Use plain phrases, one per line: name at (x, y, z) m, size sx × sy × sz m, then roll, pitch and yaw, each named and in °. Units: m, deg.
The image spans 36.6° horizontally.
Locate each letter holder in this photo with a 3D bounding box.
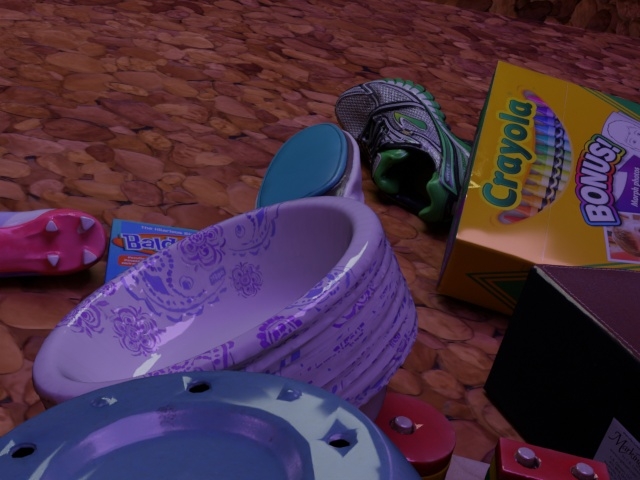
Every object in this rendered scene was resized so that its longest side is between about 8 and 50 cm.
letter holder at (0.335, 0.163, 0.889) m, size 0.214 × 0.152 × 0.302 m, roll 2°, pitch 28°, yaw -28°

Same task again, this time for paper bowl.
paper bowl at (-0.061, 0.093, 0.746) m, size 0.284 × 0.148 × 0.284 m, roll -21°, pitch 18°, yaw 7°

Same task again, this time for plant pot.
plant pot at (-0.052, 0.201, 0.429) m, size 0.293 × 0.235 × 0.293 m, roll -3°, pitch 20°, yaw 1°

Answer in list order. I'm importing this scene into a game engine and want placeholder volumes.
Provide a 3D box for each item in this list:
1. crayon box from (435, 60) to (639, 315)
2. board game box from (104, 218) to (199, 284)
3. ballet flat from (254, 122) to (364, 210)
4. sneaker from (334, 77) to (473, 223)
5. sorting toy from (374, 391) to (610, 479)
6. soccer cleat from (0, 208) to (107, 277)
crayon box at (0.335, -0.046, 1.218) m, size 0.313 × 0.106 × 0.363 m, roll 18°, pitch 46°, yaw 2°
board game box at (-0.141, 0.053, 0.984) m, size 0.160 × 0.047 × 0.210 m, roll 7°, pitch 26°, yaw -13°
ballet flat at (0.000, 0.000, 1.087) m, size 0.139 × 0.139 × 0.400 m, roll 11°, pitch 28°, yaw -6°
sneaker at (0.120, -0.139, 1.403) m, size 0.146 × 0.134 × 0.343 m, roll -6°, pitch 33°, yaw -34°
sorting toy at (0.104, 0.222, 0.719) m, size 0.255 × 0.089 × 0.257 m, roll 14°, pitch 26°, yaw 1°
soccer cleat at (-0.340, 0.003, 0.972) m, size 0.248 × 0.083 × 0.095 m, roll -2°, pitch -1°, yaw -19°
